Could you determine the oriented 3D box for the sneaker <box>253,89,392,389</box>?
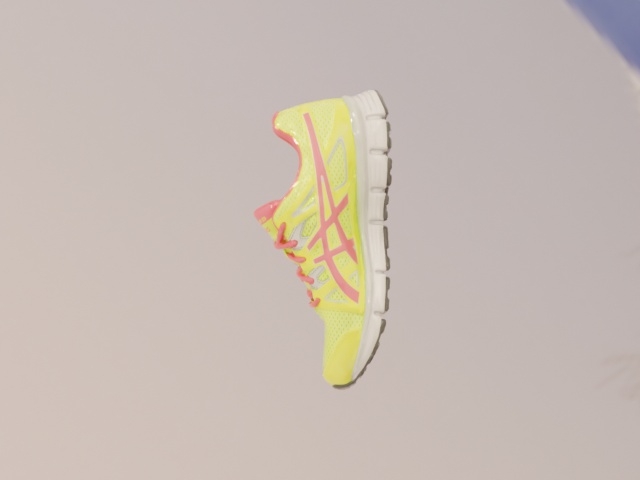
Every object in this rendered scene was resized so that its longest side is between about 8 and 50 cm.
[{"bbox_3d":[0.000,0.000,1.259,0.081,0.094,0.209,155,114,-84],"label":"sneaker"}]
